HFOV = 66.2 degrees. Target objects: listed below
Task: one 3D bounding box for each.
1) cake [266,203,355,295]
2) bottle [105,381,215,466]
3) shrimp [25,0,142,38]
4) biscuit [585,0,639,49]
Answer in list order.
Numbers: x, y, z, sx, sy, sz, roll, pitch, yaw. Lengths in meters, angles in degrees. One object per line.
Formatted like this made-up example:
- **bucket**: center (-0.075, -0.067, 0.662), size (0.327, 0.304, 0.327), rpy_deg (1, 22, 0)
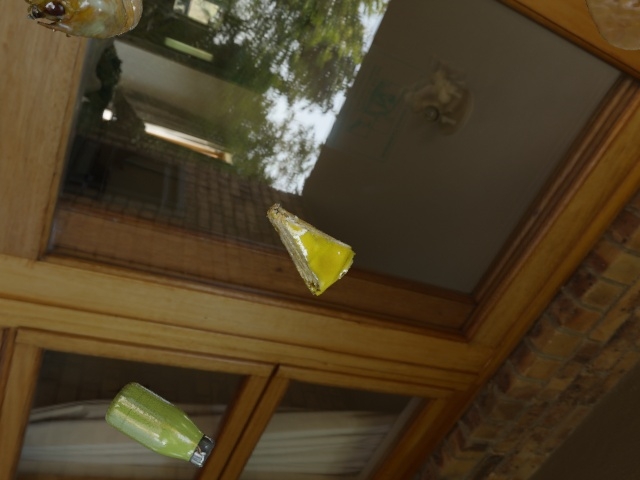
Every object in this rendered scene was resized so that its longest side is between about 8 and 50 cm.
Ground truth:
- **cake**: center (0.002, 0.001, 0.767), size (0.079, 0.116, 0.185), rpy_deg (24, -36, 55)
- **bottle**: center (-0.381, 0.452, 1.189), size (0.112, 0.260, 0.112), rpy_deg (-60, 177, -4)
- **shrimp**: center (-0.241, -0.276, 0.503), size (0.236, 0.053, 0.133), rpy_deg (-77, 174, -60)
- **biscuit**: center (0.241, -0.314, 0.374), size (0.052, 0.355, 0.275), rpy_deg (-51, -162, -18)
